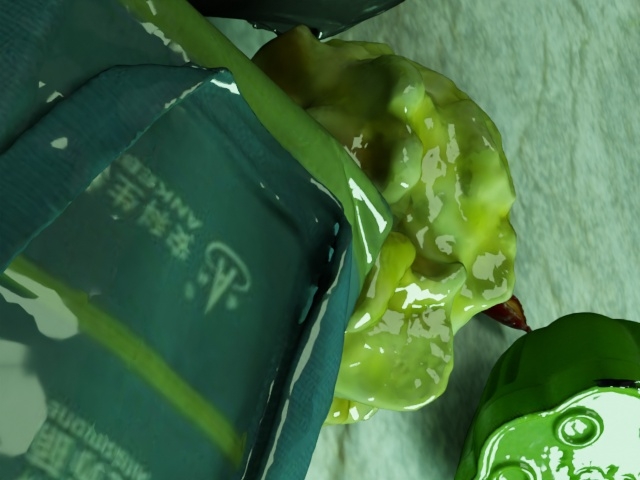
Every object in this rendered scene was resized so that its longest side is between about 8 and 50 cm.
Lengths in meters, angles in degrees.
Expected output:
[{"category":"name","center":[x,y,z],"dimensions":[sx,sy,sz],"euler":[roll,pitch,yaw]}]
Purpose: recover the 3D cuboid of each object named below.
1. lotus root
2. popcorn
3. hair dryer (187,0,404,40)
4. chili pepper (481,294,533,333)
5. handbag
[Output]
[{"category":"lotus root","center":[0.170,0.109,0.889],"dimensions":[0.186,0.186,0.186],"euler":[27,55,-47]},{"category":"popcorn","center":[0.001,0.001,0.657],"dimensions":[0.167,0.187,0.185],"euler":[44,37,-4]},{"category":"hair dryer","center":[-0.026,-0.276,0.723],"dimensions":[0.304,0.120,0.359],"euler":[-13,115,-45]},{"category":"chili pepper","center":[0.091,0.015,0.916],"dimensions":[0.178,0.027,0.045],"euler":[41,50,-37]},{"category":"handbag","center":[-0.124,0.046,0.439],"dimensions":[0.263,0.222,0.241],"euler":[43,49,-39]}]
